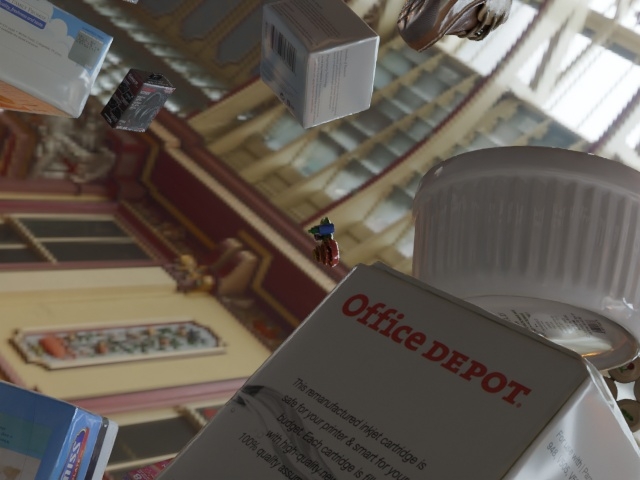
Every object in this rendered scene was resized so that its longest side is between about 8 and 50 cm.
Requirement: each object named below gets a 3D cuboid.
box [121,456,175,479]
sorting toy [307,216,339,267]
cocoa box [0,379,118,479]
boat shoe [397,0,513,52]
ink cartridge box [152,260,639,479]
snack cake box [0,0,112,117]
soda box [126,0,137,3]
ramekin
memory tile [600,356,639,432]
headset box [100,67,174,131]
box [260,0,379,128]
[{"bbox_3d":[-0.154,0.405,1.402,0.257,0.123,0.128,41,-71,21],"label":"box"},{"bbox_3d":[0.000,0.000,1.816,0.102,0.042,0.061,-109,-164,-51],"label":"sorting toy"},{"bbox_3d":[-0.471,0.277,1.426,0.347,0.228,0.231,16,-104,8],"label":"cocoa box"},{"bbox_3d":[0.217,-0.340,1.585,0.123,0.324,0.116,-25,-72,46],"label":"boat shoe"},{"bbox_3d":[0.011,0.124,0.467,0.208,0.087,0.153,-46,-144,-13],"label":"ink cartridge box"},{"bbox_3d":[-0.335,-0.197,1.127,0.264,0.152,0.089,14,-99,55],"label":"snack cake box"},{"bbox_3d":[-0.304,-0.414,1.419,0.083,0.092,0.263,-51,-117,24],"label":"soda box"},{"bbox_3d":[0.166,0.024,0.869,0.207,0.207,0.109,-12,-124,43],"label":"ramekin"},{"bbox_3d":[0.285,0.148,1.210,0.148,0.012,0.113,44,-90,13],"label":"memory tile"},{"bbox_3d":[-0.229,-0.180,1.434,0.083,0.062,0.032,-50,-114,22],"label":"headset box"},{"bbox_3d":[-0.003,-0.195,1.210,0.101,0.087,0.102,51,-29,36],"label":"box"}]
